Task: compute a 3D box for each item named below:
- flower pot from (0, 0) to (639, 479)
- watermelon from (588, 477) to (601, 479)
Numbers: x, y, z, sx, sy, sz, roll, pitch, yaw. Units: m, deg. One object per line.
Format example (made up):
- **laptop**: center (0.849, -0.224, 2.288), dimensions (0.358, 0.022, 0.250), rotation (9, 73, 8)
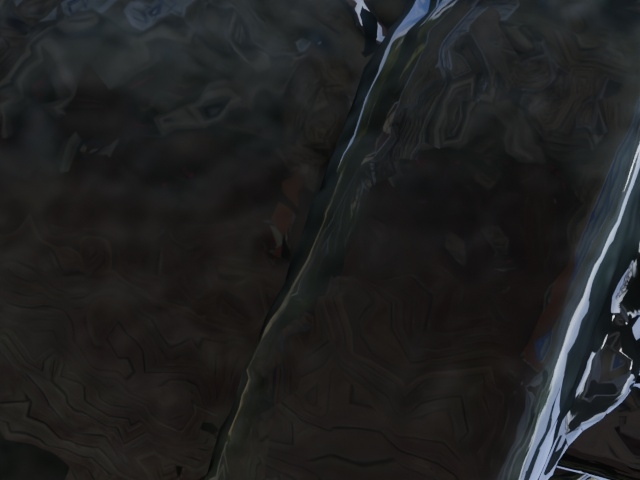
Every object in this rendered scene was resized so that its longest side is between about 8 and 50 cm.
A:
- **flower pot**: center (0.000, 0.000, 0.456), dimensions (0.283, 0.299, 0.299), rotation (24, -59, 6)
- **watermelon**: center (0.119, 0.080, 0.735), dimensions (0.129, 0.123, 0.301), rotation (-5, -73, 38)
